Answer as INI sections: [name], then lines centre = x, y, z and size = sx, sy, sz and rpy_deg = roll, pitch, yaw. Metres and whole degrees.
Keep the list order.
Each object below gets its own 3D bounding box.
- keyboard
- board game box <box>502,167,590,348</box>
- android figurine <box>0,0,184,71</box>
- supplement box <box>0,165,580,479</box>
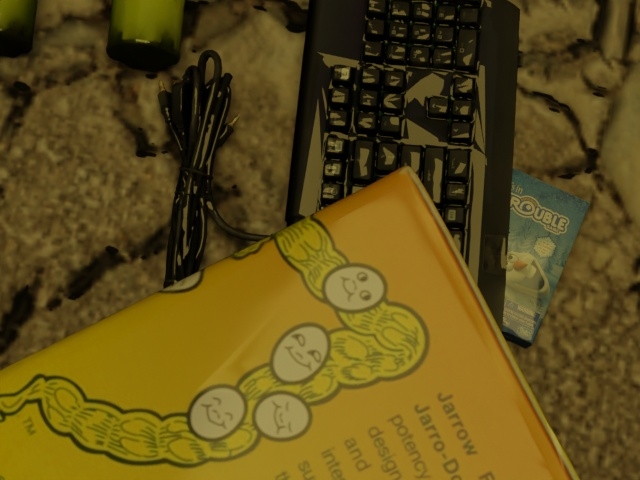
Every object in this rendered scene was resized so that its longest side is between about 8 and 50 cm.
[keyboard]
centre = 0.000, 0.000, 0.668
size = 0.201, 0.033, 0.317
rpy_deg = 4, 78, 6
[board game box]
centre = 0.093, 0.001, 0.694
size = 0.090, 0.020, 0.090
rpy_deg = 24, 76, 2
[android figurine]
centre = -0.131, -0.237, 0.716
size = 0.248, 0.056, 0.273
rpy_deg = 6, 78, -3
[supplement box]
centre = -0.076, 0.147, 0.530
size = 0.356, 0.194, 0.195
rpy_deg = -26, 80, -1
